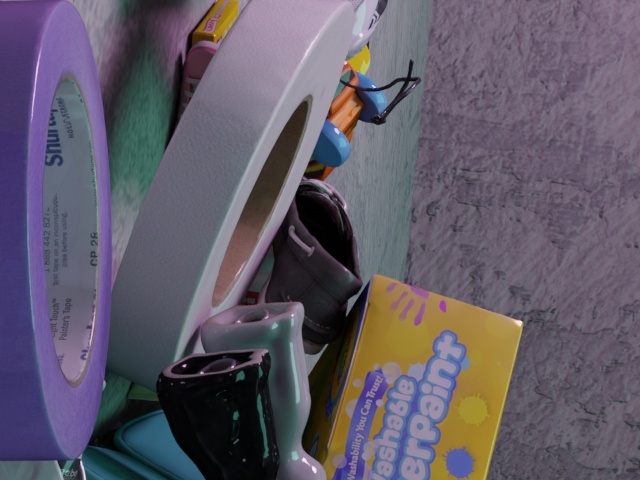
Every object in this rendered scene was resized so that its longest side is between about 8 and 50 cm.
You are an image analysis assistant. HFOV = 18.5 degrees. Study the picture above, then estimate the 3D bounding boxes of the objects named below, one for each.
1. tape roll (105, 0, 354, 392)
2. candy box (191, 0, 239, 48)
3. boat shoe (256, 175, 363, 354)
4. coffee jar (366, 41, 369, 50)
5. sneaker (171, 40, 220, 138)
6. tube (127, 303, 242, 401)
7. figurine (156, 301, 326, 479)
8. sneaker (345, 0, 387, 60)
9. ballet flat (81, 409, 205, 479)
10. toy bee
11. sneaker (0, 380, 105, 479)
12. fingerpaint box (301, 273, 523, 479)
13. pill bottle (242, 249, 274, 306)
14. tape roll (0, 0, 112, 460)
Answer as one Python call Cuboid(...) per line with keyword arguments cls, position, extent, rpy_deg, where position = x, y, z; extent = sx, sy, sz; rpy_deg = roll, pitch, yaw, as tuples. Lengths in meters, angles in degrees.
Cuboid(cls="tape roll", position=(-0.078, -0.048, 1.728), extent=(0.392, 0.072, 0.392), rpy_deg=(24, 90, -85))
Cuboid(cls="candy box", position=(-0.107, -0.125, 1.930), extent=(0.105, 0.027, 0.206), rpy_deg=(-71, 167, -62))
Cuboid(cls="boat shoe", position=(0.000, 0.000, 1.972), extent=(0.095, 0.112, 0.335), rpy_deg=(-48, -163, 19))
Cuboid(cls="coffee jar", position=(0.020, -0.287, 2.398), extent=(0.096, 0.079, 0.184), rpy_deg=(-66, 164, -48))
Cuboid(cls="sneaker", position=(-0.111, -0.114, 1.832), extent=(0.070, 0.051, 0.134), rpy_deg=(-76, 175, -59))
Cuboid(cls="tube", position=(-0.115, 0.083, 1.908), extent=(0.062, 0.070, 0.240), rpy_deg=(47, 30, -20))
Cuboid(cls="figurine", position=(-0.051, 0.176, 1.618), extent=(0.215, 0.092, 0.209), rpy_deg=(-53, 133, -71))
Cuboid(cls="sneaker", position=(0.005, -0.381, 2.062), extent=(0.210, 0.137, 0.366), rpy_deg=(48, 46, -77))
Cuboid(cls="ballet flat", position=(-0.158, 0.247, 1.674), extent=(0.182, 0.164, 0.483), rpy_deg=(-61, 167, 8))
Cuboid(cls="toy bee", position=(0.000, -0.177, 2.218), extent=(0.298, 0.162, 0.195), rpy_deg=(-46, -177, 46))
Cuboid(cls="sneaker", position=(-0.216, 0.193, 1.349), extent=(0.090, 0.094, 0.235), rpy_deg=(35, 66, -82))
Cuboid(cls="fingerpaint box", position=(0.034, 0.308, 1.915), extent=(0.371, 0.163, 0.445), rpy_deg=(117, -10, -68))
Cuboid(cls="pill bottle", position=(-0.067, 0.078, 2.114), extent=(0.108, 0.108, 0.180), rpy_deg=(-14, 112, -80))
Cuboid(cls="tape roll", position=(-0.190, -0.006, 1.175), extent=(0.275, 0.090, 0.275), rpy_deg=(-1, 90, -86))
